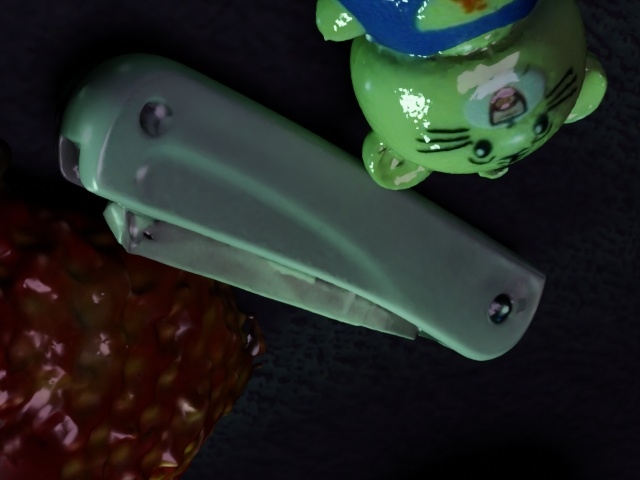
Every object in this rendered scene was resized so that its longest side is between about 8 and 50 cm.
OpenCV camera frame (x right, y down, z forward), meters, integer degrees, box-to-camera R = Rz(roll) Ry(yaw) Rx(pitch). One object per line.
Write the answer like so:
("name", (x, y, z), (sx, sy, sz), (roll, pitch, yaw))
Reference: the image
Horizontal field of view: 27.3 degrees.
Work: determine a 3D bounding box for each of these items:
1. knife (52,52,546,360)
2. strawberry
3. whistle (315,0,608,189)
("knife", (0.002, -0.003, 0.560), (0.265, 0.040, 0.073), (23, 84, -41))
("strawberry", (-0.153, 0.076, 0.500), (0.306, 0.138, 0.233), (-13, 129, -14))
("whistle", (0.044, -0.107, 0.479), (0.105, 0.085, 0.227), (-22, 132, -1))
